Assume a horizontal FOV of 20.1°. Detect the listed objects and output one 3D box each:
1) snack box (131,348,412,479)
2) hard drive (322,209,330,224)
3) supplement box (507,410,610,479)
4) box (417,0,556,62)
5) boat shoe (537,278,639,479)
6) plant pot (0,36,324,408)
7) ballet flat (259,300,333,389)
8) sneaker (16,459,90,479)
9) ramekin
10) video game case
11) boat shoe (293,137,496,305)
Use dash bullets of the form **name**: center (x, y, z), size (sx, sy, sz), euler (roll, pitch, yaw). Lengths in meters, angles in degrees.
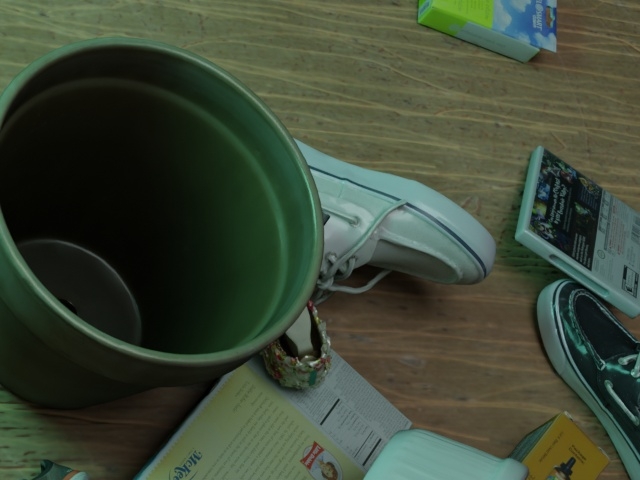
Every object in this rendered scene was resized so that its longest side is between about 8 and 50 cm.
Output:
- **snack box**: center (-0.049, 0.217, 1.756), size (0.187, 0.060, 0.322), euler (43, 38, -2)
- **hard drive**: center (-0.067, 0.004, 1.830), size (0.094, 0.022, 0.135), euler (35, 89, 7)
- **supplement box**: center (0.208, 0.284, 1.900), size (0.078, 0.080, 0.233), euler (47, 53, 0)
- **box**: center (0.208, -0.293, 2.245), size (0.178, 0.042, 0.109), euler (18, 57, -21)
- **boat shoe**: center (0.356, 0.164, 2.035), size (0.108, 0.102, 0.301), euler (-18, 74, -36)
- **plant pot**: center (-0.201, 0.018, 1.678), size (0.323, 0.280, 0.323), euler (14, 58, -24)
- **ballet flat**: center (-0.050, 0.032, 1.774), size (0.091, 0.077, 0.241), euler (-27, 83, -16)
- **sneaker**: center (-0.279, 0.262, 1.652), size (0.065, 0.061, 0.158), euler (27, 47, 19)
- **ramekin**: center (0.076, 0.297, 1.673), size (0.127, 0.273, 0.273), euler (29, 51, 9)
- **video game case**: center (0.312, -0.012, 2.129), size (0.173, 0.022, 0.190), euler (34, 35, -10)
- **boat shoe**: center (0.001, -0.004, 1.901), size (0.367, 0.136, 0.156), euler (25, 61, -8)
